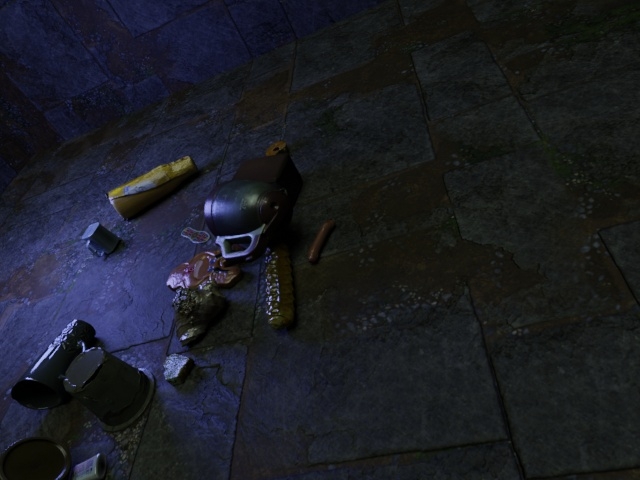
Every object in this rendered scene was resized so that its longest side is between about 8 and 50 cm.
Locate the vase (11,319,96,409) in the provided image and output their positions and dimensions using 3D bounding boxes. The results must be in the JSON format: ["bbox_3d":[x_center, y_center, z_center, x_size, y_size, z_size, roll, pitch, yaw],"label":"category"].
[{"bbox_3d":[-0.898,0.419,1.679,0.250,0.156,0.301,-16,35,22],"label":"vase"}]

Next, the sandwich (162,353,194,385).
[{"bbox_3d":[-0.451,0.399,1.494,0.104,0.036,0.093,7,53,38],"label":"sandwich"}]

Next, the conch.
[{"bbox_3d":[-0.418,0.234,1.599,0.178,0.162,0.246,-23,45,65],"label":"conch"}]

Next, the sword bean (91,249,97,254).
[{"bbox_3d":[-1.055,0.038,2.279,0.012,0.012,0.083,2,49,34],"label":"sword bean"}]

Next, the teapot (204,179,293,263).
[{"bbox_3d":[-0.245,-0.064,1.665,0.312,0.233,0.315,3,65,47],"label":"teapot"}]

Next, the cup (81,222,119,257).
[{"bbox_3d":[-1.010,0.006,2.196,0.095,0.129,0.128,-11,46,32],"label":"cup"}]

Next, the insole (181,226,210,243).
[{"bbox_3d":[-0.524,-0.022,2.011,0.193,0.006,0.065,18,59,43],"label":"insole"}]

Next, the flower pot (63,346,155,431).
[{"bbox_3d":[-0.644,0.440,1.450,0.212,0.203,0.212,-15,45,16],"label":"flower pot"}]

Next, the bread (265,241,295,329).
[{"bbox_3d":[-0.132,0.134,1.542,0.084,0.077,0.368,-23,39,11],"label":"bread"}]

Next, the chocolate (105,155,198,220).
[{"bbox_3d":[-0.813,-0.280,2.346,0.445,0.162,0.162,-31,39,-2],"label":"chocolate"}]

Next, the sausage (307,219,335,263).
[{"bbox_3d":[0.000,0.000,1.629,0.043,0.043,0.186,1,49,33],"label":"sausage"}]

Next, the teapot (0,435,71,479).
[{"bbox_3d":[-0.795,0.678,1.326,0.267,0.185,0.176,35,114,22],"label":"teapot"}]

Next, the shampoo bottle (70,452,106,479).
[{"bbox_3d":[-0.654,0.652,1.349,0.099,0.043,0.072,-28,38,5],"label":"shampoo bottle"}]

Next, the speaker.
[{"bbox_3d":[-0.213,-0.227,1.915,0.230,0.153,0.193,-6,45,27],"label":"speaker"}]

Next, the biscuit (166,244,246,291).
[{"bbox_3d":[-0.425,0.112,1.775,0.333,0.047,0.202,-13,42,21],"label":"biscuit"}]

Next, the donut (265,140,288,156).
[{"bbox_3d":[-0.196,-0.404,2.179,0.108,0.043,0.097,-37,40,-6],"label":"donut"}]
